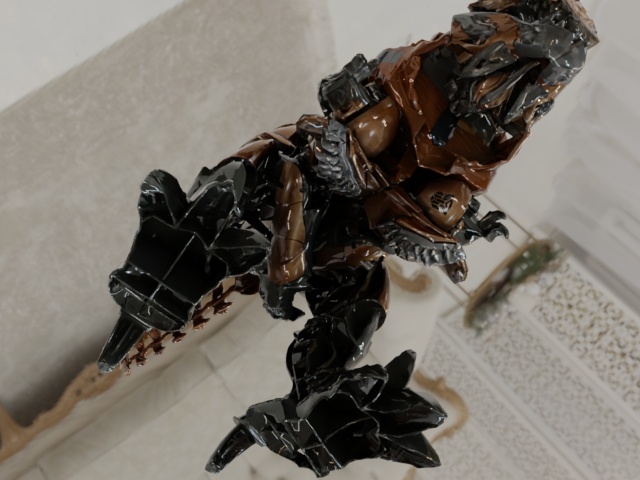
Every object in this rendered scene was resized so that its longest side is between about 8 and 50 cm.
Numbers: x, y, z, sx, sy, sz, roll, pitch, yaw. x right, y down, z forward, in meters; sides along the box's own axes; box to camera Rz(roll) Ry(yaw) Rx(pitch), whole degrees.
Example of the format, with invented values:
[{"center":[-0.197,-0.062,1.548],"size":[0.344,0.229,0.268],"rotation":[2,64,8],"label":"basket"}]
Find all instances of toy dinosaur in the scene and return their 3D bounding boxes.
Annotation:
[{"center":[0.000,0.000,0.441],"size":[0.322,0.164,0.218],"rotation":[-58,-173,35],"label":"toy dinosaur"}]
